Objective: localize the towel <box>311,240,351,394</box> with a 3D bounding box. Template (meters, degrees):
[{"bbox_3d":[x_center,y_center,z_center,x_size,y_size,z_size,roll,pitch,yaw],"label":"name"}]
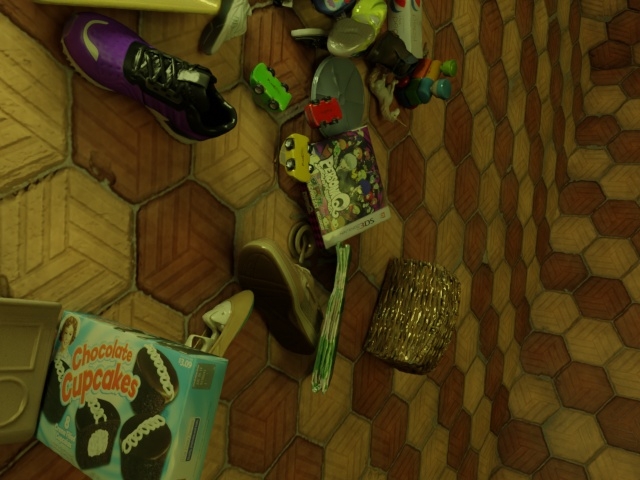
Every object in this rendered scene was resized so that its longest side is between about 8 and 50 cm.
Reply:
[{"bbox_3d":[0.030,0.173,1.272,0.248,0.038,0.325,51,48,-82],"label":"towel"}]

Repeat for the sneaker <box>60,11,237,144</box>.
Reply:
[{"bbox_3d":[-0.236,-0.249,0.842,0.293,0.146,0.102,32,70,-51],"label":"sneaker"}]

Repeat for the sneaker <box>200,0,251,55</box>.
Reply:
[{"bbox_3d":[-0.164,-0.386,0.995,0.061,0.053,0.152,49,57,-48],"label":"sneaker"}]

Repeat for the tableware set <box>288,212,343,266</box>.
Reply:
[{"bbox_3d":[0.000,0.000,1.283,0.194,0.039,0.128,-6,100,-53],"label":"tableware set"}]

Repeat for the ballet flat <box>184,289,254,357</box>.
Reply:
[{"bbox_3d":[-0.200,0.178,1.021,0.073,0.080,0.232,43,60,-30],"label":"ballet flat"}]

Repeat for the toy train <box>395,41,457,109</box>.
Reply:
[{"bbox_3d":[0.317,-0.482,1.539,0.105,0.143,0.248,51,56,-44],"label":"toy train"}]

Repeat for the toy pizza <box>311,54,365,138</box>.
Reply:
[{"bbox_3d":[0.037,-0.329,1.285,0.201,0.032,0.202,-13,108,-49],"label":"toy pizza"}]

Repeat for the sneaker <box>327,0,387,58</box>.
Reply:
[{"bbox_3d":[0.079,-0.446,1.240,0.240,0.091,0.126,-54,170,-35],"label":"sneaker"}]

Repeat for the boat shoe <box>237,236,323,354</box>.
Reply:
[{"bbox_3d":[-0.074,0.103,1.147,0.341,0.121,0.110,73,35,-44],"label":"boat shoe"}]

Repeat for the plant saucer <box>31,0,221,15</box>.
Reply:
[{"bbox_3d":[-0.303,-0.495,0.771,0.332,0.080,0.333,-23,114,-49],"label":"plant saucer"}]

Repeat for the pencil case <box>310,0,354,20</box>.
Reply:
[{"bbox_3d":[-0.032,-0.566,1.031,0.306,0.133,0.119,45,27,-27],"label":"pencil case"}]

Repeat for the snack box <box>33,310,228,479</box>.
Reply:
[{"bbox_3d":[-0.266,0.212,0.730,0.060,0.321,0.187,21,78,-49],"label":"snack box"}]

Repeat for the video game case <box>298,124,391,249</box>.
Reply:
[{"bbox_3d":[0.050,-0.123,1.259,0.210,0.041,0.232,-24,106,-32],"label":"video game case"}]

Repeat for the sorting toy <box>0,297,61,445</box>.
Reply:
[{"bbox_3d":[-0.455,0.172,0.718,0.193,0.038,0.209,15,88,-53],"label":"sorting toy"}]

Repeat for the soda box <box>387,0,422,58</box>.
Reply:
[{"bbox_3d":[0.224,-0.592,1.461,0.073,0.069,0.216,-21,112,-50],"label":"soda box"}]

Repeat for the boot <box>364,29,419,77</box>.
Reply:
[{"bbox_3d":[0.182,-0.453,1.352,0.106,0.082,0.219,41,35,-1],"label":"boot"}]

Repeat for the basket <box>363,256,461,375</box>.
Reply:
[{"bbox_3d":[0.294,0.226,1.563,0.223,0.213,0.299,39,65,-48],"label":"basket"}]

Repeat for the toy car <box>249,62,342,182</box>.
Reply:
[{"bbox_3d":[-0.069,-0.259,1.117,0.225,0.053,0.239,45,53,-30],"label":"toy car"}]

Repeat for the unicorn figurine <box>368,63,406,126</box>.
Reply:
[{"bbox_3d":[0.171,-0.384,1.442,0.161,0.060,0.111,34,68,-32],"label":"unicorn figurine"}]

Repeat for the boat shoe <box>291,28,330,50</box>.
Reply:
[{"bbox_3d":[-0.011,-0.434,1.193,0.142,0.049,0.040,-21,113,-52],"label":"boat shoe"}]

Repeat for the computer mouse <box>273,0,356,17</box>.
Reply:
[{"bbox_3d":[0.008,-0.561,1.177,0.272,0.072,0.189,0,95,-53],"label":"computer mouse"}]
